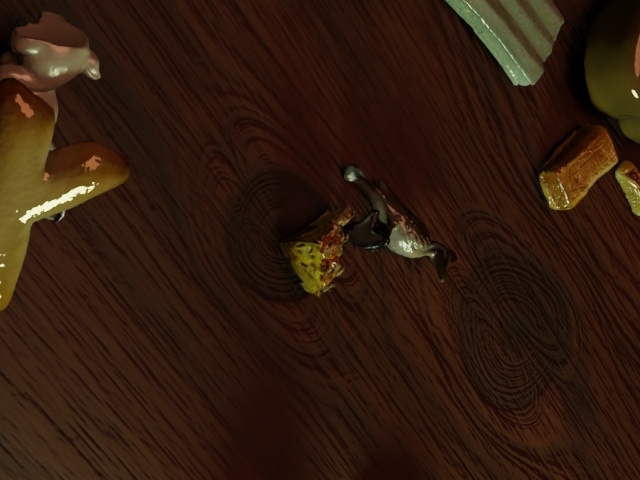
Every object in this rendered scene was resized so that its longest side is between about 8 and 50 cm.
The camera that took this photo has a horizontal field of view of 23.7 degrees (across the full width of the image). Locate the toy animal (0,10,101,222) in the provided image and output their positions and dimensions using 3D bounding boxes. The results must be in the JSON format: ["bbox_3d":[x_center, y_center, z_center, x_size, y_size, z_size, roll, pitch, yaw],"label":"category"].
[{"bbox_3d":[-0.279,-0.117,1.477,0.127,0.131,0.182,24,114,-4],"label":"toy animal"}]

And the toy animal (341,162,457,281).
[{"bbox_3d":[0.101,-0.012,1.852,0.202,0.070,0.105,27,56,-35],"label":"toy animal"}]

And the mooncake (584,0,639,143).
[{"bbox_3d":[0.464,-0.255,2.123,0.235,0.117,0.235,-2,93,-44],"label":"mooncake"}]

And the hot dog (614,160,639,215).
[{"bbox_3d":[0.452,-0.074,2.180,0.030,0.034,0.090,-48,123,-28],"label":"hot dog"}]

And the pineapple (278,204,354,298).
[{"bbox_3d":[0.000,0.000,1.775,0.114,0.077,0.114,92,24,-50],"label":"pineapple"}]

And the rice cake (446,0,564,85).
[{"bbox_3d":[0.226,-0.314,1.957,0.237,0.043,0.127,41,65,-36],"label":"rice cake"}]

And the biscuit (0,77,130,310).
[{"bbox_3d":[-0.299,-0.035,1.447,0.208,0.047,0.164,-46,130,10],"label":"biscuit"}]

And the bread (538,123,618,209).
[{"bbox_3d":[0.349,-0.100,2.075,0.132,0.053,0.074,-45,116,-30],"label":"bread"}]
